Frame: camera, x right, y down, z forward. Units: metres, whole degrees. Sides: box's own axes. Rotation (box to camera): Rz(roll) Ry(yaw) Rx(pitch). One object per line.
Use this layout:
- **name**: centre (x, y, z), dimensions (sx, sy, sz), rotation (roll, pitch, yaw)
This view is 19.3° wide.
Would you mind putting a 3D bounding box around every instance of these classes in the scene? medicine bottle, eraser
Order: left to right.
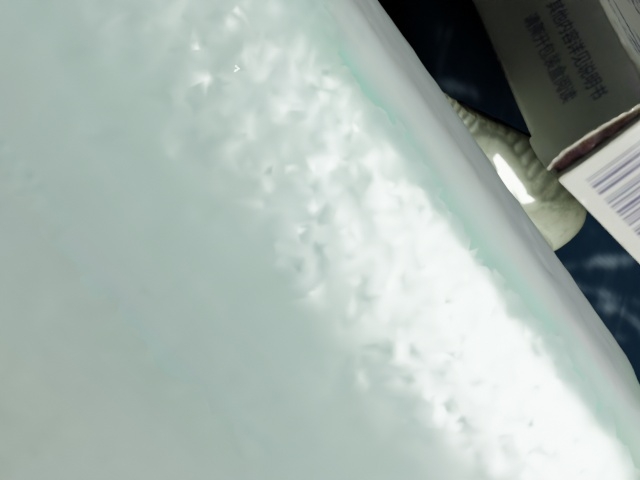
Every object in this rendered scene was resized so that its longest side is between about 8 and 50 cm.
- **eraser**: centre (-0.053, 0.004, 0.497), dimensions (0.290, 0.189, 0.104), rotation (52, 19, -31)
- **medicine bottle**: centre (0.118, -0.054, 0.691), dimensions (0.171, 0.052, 0.201), rotation (40, 22, -38)

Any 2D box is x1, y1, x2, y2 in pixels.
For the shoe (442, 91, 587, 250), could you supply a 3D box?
- **shoe**: centre (0.000, 0.000, 0.615), dimensions (0.227, 0.099, 0.112), rotation (15, 84, -45)
